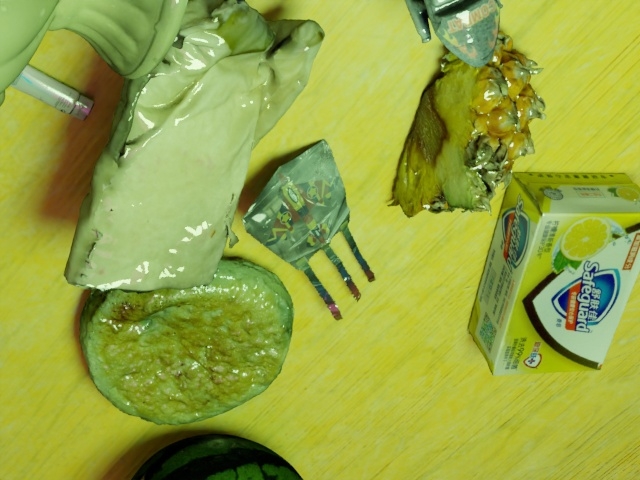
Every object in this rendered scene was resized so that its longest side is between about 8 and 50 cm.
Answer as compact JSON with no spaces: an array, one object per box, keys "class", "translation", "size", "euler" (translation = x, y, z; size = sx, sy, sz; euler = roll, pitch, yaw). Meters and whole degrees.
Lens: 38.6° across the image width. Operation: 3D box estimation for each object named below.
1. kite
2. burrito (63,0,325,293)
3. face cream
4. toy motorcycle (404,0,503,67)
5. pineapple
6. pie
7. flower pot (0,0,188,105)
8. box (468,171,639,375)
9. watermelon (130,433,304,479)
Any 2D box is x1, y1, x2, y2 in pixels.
[{"class":"kite","translation":[0.001,0.001,1.097],"size":[0.141,0.015,0.245],"euler":[-43,133,-13]},{"class":"burrito","translation":[-0.140,-0.106,0.935],"size":[0.190,0.135,0.332],"euler":[6,122,-36]},{"class":"face cream","translation":[-0.288,-0.158,0.934],"size":[0.115,0.020,0.038],"euler":[26,117,-27]},{"class":"toy motorcycle","translation":[0.084,-0.309,0.817],"size":[0.108,0.173,0.307],"euler":[-25,126,4]},{"class":"pineapple","translation":[0.194,-0.099,1.011],"size":[0.139,0.164,0.250],"euler":[3,122,-25]},{"class":"pie","translation":[-0.163,0.123,1.145],"size":[0.277,0.078,0.277],"euler":[-6,132,-6]},{"class":"flower pot","translation":[-0.248,-0.239,0.728],"size":[0.244,0.307,0.307],"euler":[-1,127,-30]},{"class":"box","translation":[0.306,0.045,1.178],"size":[0.168,0.097,0.265],"euler":[1,126,-14]},{"class":"watermelon","translation":[-0.139,0.405,1.226],"size":[0.285,0.285,0.285],"euler":[-7,127,-9]}]
